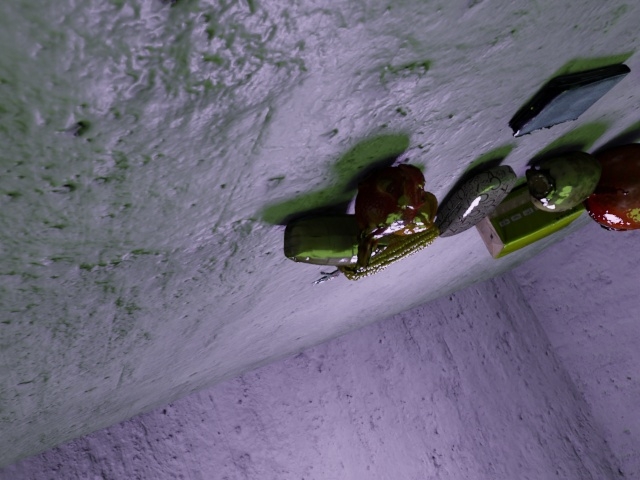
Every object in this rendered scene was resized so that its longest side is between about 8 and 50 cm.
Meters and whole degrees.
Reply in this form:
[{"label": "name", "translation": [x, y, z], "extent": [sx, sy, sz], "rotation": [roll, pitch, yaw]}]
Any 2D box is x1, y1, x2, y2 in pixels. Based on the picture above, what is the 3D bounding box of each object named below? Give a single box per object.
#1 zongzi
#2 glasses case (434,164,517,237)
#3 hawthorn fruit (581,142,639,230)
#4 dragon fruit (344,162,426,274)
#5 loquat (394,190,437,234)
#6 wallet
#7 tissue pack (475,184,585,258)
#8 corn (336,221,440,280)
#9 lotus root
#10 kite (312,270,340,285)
[{"label": "zongzi", "translation": [0.000, 0.000, 1.252], "extent": [0.228, 0.115, 0.256], "rotation": [-3, 180, -23]}, {"label": "glasses case", "translation": [0.408, -0.097, 1.513], "extent": [0.137, 0.085, 0.355], "rotation": [-20, 163, -14]}, {"label": "hawthorn fruit", "translation": [0.993, -0.173, 1.800], "extent": [0.316, 0.316, 0.316], "rotation": [-23, 164, -7]}, {"label": "dragon fruit", "translation": [0.117, -0.041, 1.106], "extent": [0.125, 0.125, 0.246], "rotation": [-1, 118, -61]}, {"label": "loquat", "translation": [0.195, -0.071, 1.262], "extent": [0.137, 0.113, 0.137], "rotation": [1, 168, 0]}, {"label": "wallet", "translation": [0.511, -0.289, 1.159], "extent": [0.222, 0.036, 0.167], "rotation": [-19, 162, -25]}, {"label": "tissue pack", "translation": [0.662, -0.076, 1.805], "extent": [0.274, 0.167, 0.200], "rotation": [-26, 164, 1]}, {"label": "corn", "translation": [0.191, 0.020, 1.549], "extent": [0.313, 0.102, 0.102], "rotation": [-25, 164, -9]}, {"label": "lotus root", "translation": [0.710, -0.179, 1.608], "extent": [0.309, 0.173, 0.173], "rotation": [-22, 165, -39]}, {"label": "kite", "translation": [0.030, 0.107, 1.743], "extent": [0.139, 0.011, 0.156], "rotation": [-33, 164, 15]}]
